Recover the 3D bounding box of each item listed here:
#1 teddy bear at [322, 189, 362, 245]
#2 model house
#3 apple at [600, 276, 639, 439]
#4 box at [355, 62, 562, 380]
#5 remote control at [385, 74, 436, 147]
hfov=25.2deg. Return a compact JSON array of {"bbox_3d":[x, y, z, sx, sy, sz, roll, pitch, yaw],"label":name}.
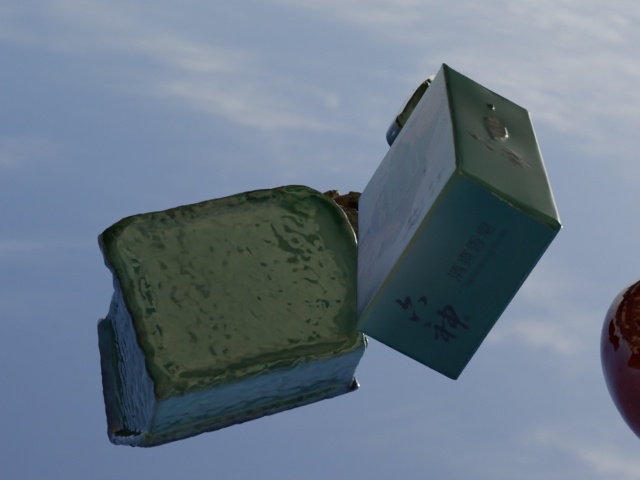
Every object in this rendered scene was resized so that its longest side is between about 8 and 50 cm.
[{"bbox_3d":[0.000,0.000,1.960,0.140,0.177,0.190,31,-175,-10],"label":"teddy bear"},{"bbox_3d":[-0.102,0.111,1.581,0.280,0.249,0.230,-11,-118,-20],"label":"model house"},{"bbox_3d":[0.444,0.129,1.614,0.216,0.260,0.260,43,-172,-31],"label":"apple"},{"bbox_3d":[0.101,-0.023,1.128,0.092,0.153,0.245,28,-158,-10],"label":"box"},{"bbox_3d":[0.108,-0.114,1.371,0.072,0.042,0.222,48,-158,-2],"label":"remote control"}]
